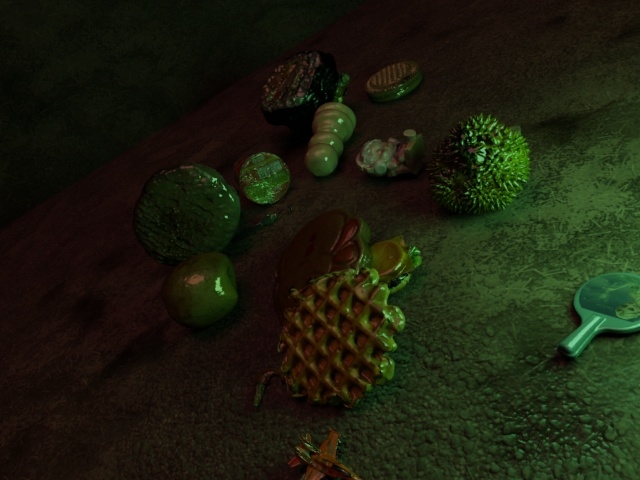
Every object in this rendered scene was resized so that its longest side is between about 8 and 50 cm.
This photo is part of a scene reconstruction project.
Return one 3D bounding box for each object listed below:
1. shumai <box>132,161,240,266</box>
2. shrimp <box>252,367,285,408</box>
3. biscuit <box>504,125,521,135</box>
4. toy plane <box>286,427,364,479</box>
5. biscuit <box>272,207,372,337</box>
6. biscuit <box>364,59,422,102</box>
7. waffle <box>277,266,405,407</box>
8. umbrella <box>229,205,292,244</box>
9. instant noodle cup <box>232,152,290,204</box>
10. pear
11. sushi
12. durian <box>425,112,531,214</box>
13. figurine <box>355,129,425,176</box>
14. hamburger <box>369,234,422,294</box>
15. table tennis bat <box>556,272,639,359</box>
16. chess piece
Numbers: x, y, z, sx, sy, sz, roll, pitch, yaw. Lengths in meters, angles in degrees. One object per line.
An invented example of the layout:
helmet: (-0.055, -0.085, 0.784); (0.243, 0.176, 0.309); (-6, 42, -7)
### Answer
shumai: (-0.420, -0.113, 1.784); (0.397, 0.324, 0.323); (-47, 7, 24)
shrimp: (-0.124, 0.347, 1.229); (0.083, 0.023, 0.114); (-11, 35, 21)
biscuit: (0.499, -0.253, 1.518); (0.133, 0.032, 0.249); (0, 45, 36)
toy plane: (0.023, 0.435, 0.989); (0.189, 0.062, 0.135); (17, 55, 30)
biscuit: (-0.010, 0.084, 1.352); (0.359, 0.074, 0.380); (-25, 40, 44)
biscuit: (0.298, -0.652, 2.122); (0.259, 0.079, 0.259); (-19, 36, 15)
waffle: (0.035, 0.213, 1.138); (0.325, 0.068, 0.301); (-18, 65, 33)
umbrella: (-0.220, -0.054, 1.785); (0.269, 0.044, 0.044); (-29, 4, 1)
instant noodle cup: (-0.236, -0.241, 1.925); (0.193, 0.193, 0.212); (-38, 25, -11)
pear: (-0.349, 0.142, 1.499); (0.212, 0.188, 0.228); (-17, 35, -2)
sushi: (-0.050, -0.580, 2.141); (0.328, 0.285, 0.328); (0, 66, 43)
durian: (0.412, -0.196, 1.341); (0.225, 0.290, 0.291); (4, 26, -24)
figurine: (0.211, -0.273, 1.656); (0.237, 0.141, 0.162); (5, 43, 40)
hamburger: (0.164, 0.072, 1.301); (0.190, 0.093, 0.164); (-17, 39, 21)
table tennis bat: (0.541, 0.142, 0.993); (0.237, 0.038, 0.149); (-37, 36, -14)
chess piece: (0.028, -0.355, 1.904); (0.167, 0.167, 0.299); (-9, 47, 28)
